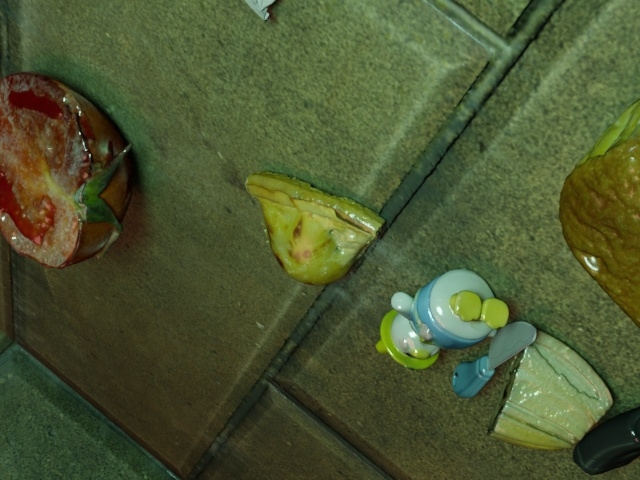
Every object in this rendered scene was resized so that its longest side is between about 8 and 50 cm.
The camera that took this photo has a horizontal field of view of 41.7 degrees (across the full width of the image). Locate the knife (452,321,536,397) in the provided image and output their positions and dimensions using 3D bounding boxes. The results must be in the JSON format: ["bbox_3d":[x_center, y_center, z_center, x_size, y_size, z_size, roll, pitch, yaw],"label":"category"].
[{"bbox_3d":[0.229,0.150,1.107,0.032,0.058,0.244,15,149,-6],"label":"knife"}]

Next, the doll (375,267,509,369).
[{"bbox_3d":[0.151,0.108,1.101,0.099,0.135,0.241,65,149,14],"label":"doll"}]

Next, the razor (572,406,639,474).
[{"bbox_3d":[0.377,0.242,1.035,0.148,0.090,0.054,112,139,-57],"label":"razor"}]

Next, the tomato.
[{"bbox_3d":[-0.406,-0.116,1.346,0.308,0.170,0.309,4,98,33],"label":"tomato"}]

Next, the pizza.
[{"bbox_3d":[-0.003,0.004,1.151,0.204,0.081,0.188,15,140,33],"label":"pizza"}]

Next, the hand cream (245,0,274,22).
[{"bbox_3d":[-0.036,-0.313,0.835,0.084,0.050,0.257,46,154,-5],"label":"hand cream"}]

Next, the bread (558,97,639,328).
[{"bbox_3d":[0.342,-0.012,0.721,0.253,0.142,0.227,45,155,-11],"label":"bread"}]

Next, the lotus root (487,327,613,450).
[{"bbox_3d":[0.288,0.200,1.085,0.135,0.095,0.159,33,107,4],"label":"lotus root"}]
